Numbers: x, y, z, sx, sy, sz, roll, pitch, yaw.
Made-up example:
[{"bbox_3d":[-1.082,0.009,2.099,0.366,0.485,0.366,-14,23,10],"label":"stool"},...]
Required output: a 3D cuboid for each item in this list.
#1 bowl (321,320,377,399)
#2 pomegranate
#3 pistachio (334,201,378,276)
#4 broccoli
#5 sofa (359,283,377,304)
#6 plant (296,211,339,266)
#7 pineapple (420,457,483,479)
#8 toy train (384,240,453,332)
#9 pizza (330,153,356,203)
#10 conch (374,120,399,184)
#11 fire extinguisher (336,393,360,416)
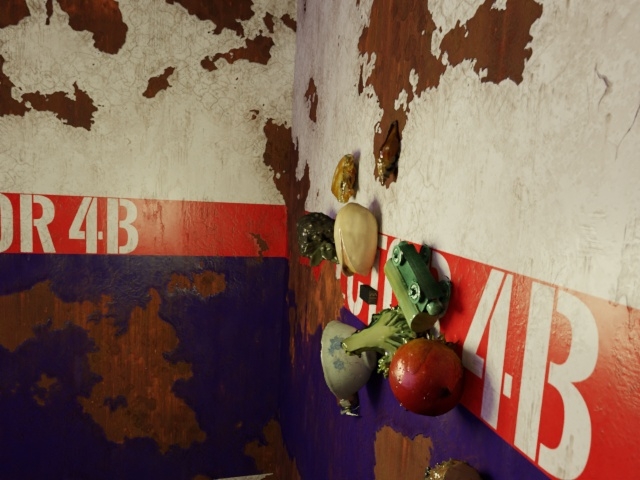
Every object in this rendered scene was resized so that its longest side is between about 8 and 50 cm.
[{"bbox_3d":[0.137,0.462,1.896,0.146,0.313,0.313,-15,68,27],"label":"bowl"},{"bbox_3d":[0.297,0.364,1.322,0.235,0.210,0.210,-53,-7,-34],"label":"pomegranate"},{"bbox_3d":[0.137,-0.004,1.932,0.187,0.188,0.299,162,107,-73],"label":"pistachio"},{"bbox_3d":[0.222,0.346,1.550,0.242,0.273,0.180,-108,-9,-53],"label":"broccoli"},{"bbox_3d":[0.196,0.221,1.969,0.118,0.039,0.060,-148,62,-73],"label":"sofa"},{"bbox_3d":[0.000,0.000,2.354,0.312,0.215,0.213,-112,24,-66],"label":"plant"},{"bbox_3d":[0.334,0.690,1.287,0.170,0.141,0.310,54,155,25],"label":"pineapple"},{"bbox_3d":[0.298,0.138,1.480,0.307,0.127,0.189,-109,18,-49],"label":"toy train"},{"bbox_3d":[0.115,-0.264,2.214,0.289,0.082,0.228,115,158,-57],"label":"pizza"},{"bbox_3d":[0.243,-0.323,1.772,0.086,0.080,0.232,-147,60,-62],"label":"conch"},{"bbox_3d":[0.113,0.652,2.135,0.104,0.105,0.268,113,154,-53],"label":"fire extinguisher"}]
